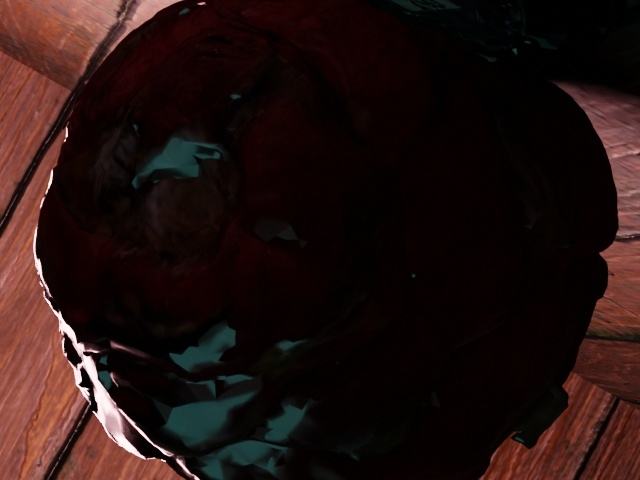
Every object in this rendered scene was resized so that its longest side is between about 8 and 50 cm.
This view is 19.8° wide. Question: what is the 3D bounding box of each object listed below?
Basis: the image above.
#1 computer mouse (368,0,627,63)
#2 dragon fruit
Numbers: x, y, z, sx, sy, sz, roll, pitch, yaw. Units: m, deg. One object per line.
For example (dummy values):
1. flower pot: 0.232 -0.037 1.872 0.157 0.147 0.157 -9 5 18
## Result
1. computer mouse: 0.025 -0.144 0.730 0.242 0.077 0.146 27 175 -24
2. dragon fruit: -0.001 0.003 1.009 0.329 0.329 0.329 28 174 3
